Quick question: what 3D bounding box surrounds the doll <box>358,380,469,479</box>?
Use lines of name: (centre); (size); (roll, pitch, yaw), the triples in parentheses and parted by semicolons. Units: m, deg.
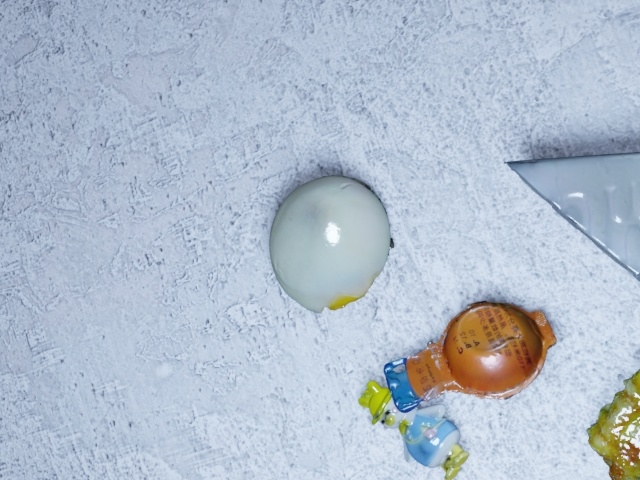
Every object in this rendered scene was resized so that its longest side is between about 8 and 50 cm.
doll: (0.181, 0.363, 1.735); (0.241, 0.135, 0.099); (34, 61, 18)

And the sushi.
sushi: (0.572, 0.320, 1.569); (0.139, 0.184, 0.274); (43, 101, 24)

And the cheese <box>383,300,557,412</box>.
cheese: (0.281, 0.222, 1.681); (0.329, 0.129, 0.217); (-24, 50, 4)

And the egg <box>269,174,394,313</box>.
egg: (-0.003, -0.003, 1.808); (0.264, 0.174, 0.286); (35, 97, 23)

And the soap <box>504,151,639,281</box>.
soap: (0.504, -0.025, 1.655); (0.302, 0.159, 0.257); (-2, 84, 20)
